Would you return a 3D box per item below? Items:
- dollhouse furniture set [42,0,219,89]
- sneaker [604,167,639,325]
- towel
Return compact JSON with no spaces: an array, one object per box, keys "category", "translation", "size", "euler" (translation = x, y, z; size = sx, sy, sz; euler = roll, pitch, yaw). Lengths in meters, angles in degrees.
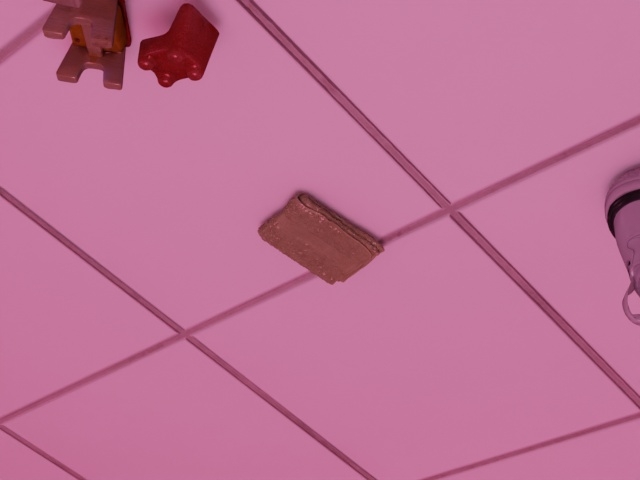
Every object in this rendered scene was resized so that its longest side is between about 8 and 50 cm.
[{"category":"dollhouse furniture set","translation":[-0.179,-0.308,1.116],"size":[0.201,0.152,0.374],"euler":[10,155,1]},{"category":"sneaker","translation":[0.504,0.011,1.216],"size":[0.366,0.210,0.137],"euler":[-4,135,16]},{"category":"towel","translation":[0.000,0.000,1.458],"size":[0.148,0.027,0.110],"euler":[32,135,-21]}]
